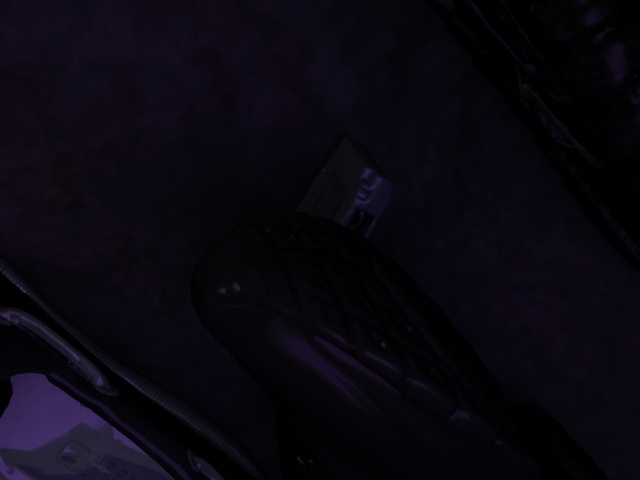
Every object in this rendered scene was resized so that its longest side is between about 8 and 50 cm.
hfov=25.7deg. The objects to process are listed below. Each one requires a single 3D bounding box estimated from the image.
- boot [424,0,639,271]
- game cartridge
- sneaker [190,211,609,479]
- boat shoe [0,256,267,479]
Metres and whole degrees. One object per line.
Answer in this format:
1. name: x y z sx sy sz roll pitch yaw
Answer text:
1. boot: 0.160 -0.044 0.502 0.348 0.260 0.131 39 94 -18
2. game cartridge: 0.000 0.000 0.589 0.017 0.056 0.083 24 106 -25
3. sneaker: 0.031 0.102 0.571 0.130 0.109 0.286 -38 127 9
4. boat shoe: -0.137 0.070 0.561 0.302 0.091 0.114 28 97 -17
